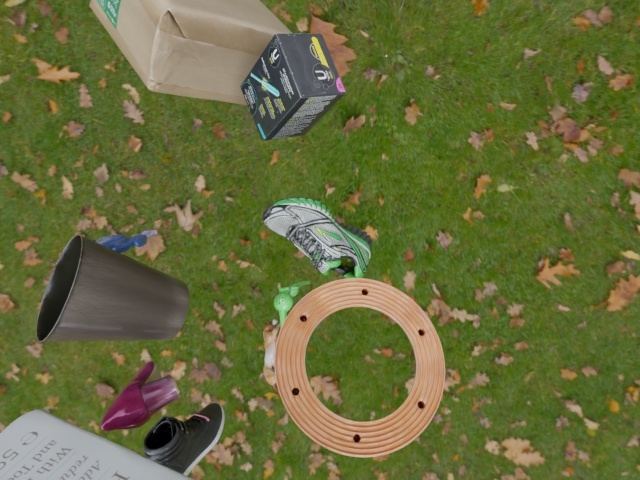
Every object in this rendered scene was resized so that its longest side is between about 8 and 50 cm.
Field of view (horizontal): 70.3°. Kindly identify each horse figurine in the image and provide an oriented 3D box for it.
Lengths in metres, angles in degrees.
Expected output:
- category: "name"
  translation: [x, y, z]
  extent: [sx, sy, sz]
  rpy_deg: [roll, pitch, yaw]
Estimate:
- category: "horse figurine"
  translation: [-0.119, 0.343, 1.336]
  extent: [0.066, 0.263, 0.174]
  rpy_deg: [10, 149, -38]

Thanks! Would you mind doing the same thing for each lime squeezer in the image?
- category: "lime squeezer"
  translation: [-0.082, 0.175, 1.322]
  extent: [0.059, 0.310, 0.110]
  rpy_deg: [-27, 113, 27]

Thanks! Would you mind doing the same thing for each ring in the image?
- category: "ring"
  translation: [0.078, 0.237, 0.888]
  extent: [0.337, 0.336, 0.032]
  rpy_deg: [19, 155, 0]

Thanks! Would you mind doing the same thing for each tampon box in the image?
- category: "tampon box"
  translation: [-0.053, -0.274, 0.824]
  extent: [0.161, 0.101, 0.120]
  rpy_deg: [-28, 82, 55]

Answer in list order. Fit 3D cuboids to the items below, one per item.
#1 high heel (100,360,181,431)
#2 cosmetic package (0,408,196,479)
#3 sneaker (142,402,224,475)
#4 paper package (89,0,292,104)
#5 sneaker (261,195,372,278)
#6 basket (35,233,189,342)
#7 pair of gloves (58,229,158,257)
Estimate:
- category: "high heel"
  translation: [-0.321, 0.271, 0.777]
  extent: [0.244, 0.117, 0.082]
  rpy_deg: [-11, 98, 59]
- category: "cosmetic package"
  translation: [-0.235, 0.441, 0.427]
  extent: [0.394, 0.329, 0.327]
  rpy_deg: [11, 119, 20]
- category: "sneaker"
  translation: [-0.356, 0.506, 1.216]
  extent: [0.105, 0.296, 0.146]
  rpy_deg: [4, 114, 22]
- category: "paper package"
  translation: [-0.255, -0.440, 0.922]
  extent: [0.325, 0.309, 0.168]
  rpy_deg: [53, 128, 25]
- category: "sneaker"
  translation: [0.000, 0.000, 1.210]
  extent: [0.344, 0.146, 0.134]
  rpy_deg: [26, 140, -23]
- category: "basket"
  translation: [-0.388, 0.116, 0.881]
  extent: [0.227, 0.154, 0.204]
  rpy_deg: [23, 94, -41]
- category: "pair of gloves"
  translation: [-0.461, 0.009, 1.012]
  extent: [0.198, 0.159, 0.023]
  rpy_deg: [-4, 106, 21]
